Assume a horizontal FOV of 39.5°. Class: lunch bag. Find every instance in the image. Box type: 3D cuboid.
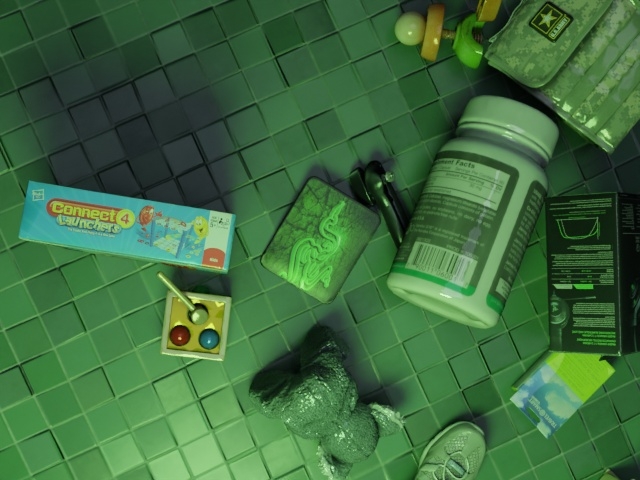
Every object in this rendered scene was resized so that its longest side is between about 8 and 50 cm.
[{"bbox_3d":[0.458,-0.332,1.553,0.287,0.169,0.235,37,103,-2],"label":"lunch bag"}]

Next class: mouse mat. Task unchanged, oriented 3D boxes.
[{"bbox_3d":[0.000,0.000,1.584,0.152,0.007,0.190,31,97,-3],"label":"mouse mat"}]

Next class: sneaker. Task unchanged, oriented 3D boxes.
[{"bbox_3d":[0.205,0.447,1.558,0.105,0.115,0.281,35,85,-4],"label":"sneaker"}]

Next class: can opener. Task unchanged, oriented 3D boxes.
[{"bbox_3d":[0.124,-0.058,1.599,0.059,0.073,0.186,-36,97,-44],"label":"can opener"}]

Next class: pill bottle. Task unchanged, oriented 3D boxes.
[{"bbox_3d":[0.268,-0.049,1.526,0.204,0.204,0.361,24,81,-5],"label":"pill bottle"}]

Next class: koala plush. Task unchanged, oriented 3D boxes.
[{"bbox_3d":[0.020,0.296,1.518,0.196,0.203,0.221,-40,105,-5],"label":"koala plush"}]

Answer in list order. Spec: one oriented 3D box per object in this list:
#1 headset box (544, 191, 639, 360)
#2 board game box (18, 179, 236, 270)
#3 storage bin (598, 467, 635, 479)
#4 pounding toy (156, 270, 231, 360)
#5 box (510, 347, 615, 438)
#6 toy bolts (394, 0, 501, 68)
[{"bbox_3d":[0.502,0.065,1.531,0.246,0.131,0.283,-1,89,-49],"label":"headset box"},{"bbox_3d":[-0.290,-0.013,1.421,0.301,0.308,0.086,9,86,-6],"label":"board game box"},{"bbox_3d":[0.536,0.596,1.586,0.260,0.123,0.262,44,84,-3],"label":"storage bin"},{"bbox_3d":[-0.221,0.128,1.528,0.130,0.100,0.141,7,88,-6],"label":"pounding toy"},{"bbox_3d":[0.435,0.259,1.623,0.178,0.042,0.109,-44,92,-5],"label":"box"},{"bbox_3d":[0.225,-0.447,1.552,0.158,0.218,0.229,11,69,0],"label":"toy bolts"}]
